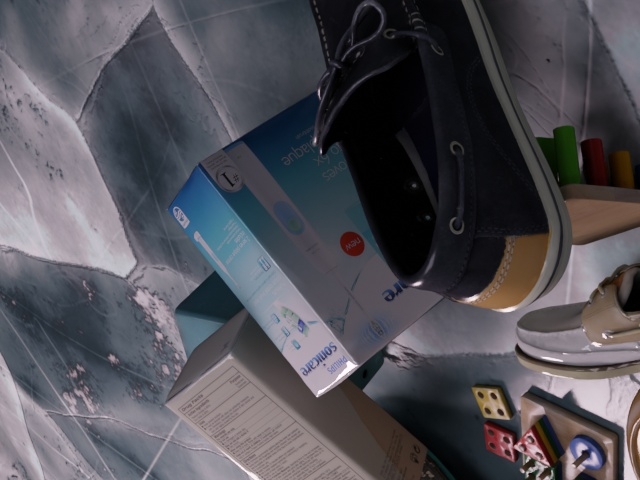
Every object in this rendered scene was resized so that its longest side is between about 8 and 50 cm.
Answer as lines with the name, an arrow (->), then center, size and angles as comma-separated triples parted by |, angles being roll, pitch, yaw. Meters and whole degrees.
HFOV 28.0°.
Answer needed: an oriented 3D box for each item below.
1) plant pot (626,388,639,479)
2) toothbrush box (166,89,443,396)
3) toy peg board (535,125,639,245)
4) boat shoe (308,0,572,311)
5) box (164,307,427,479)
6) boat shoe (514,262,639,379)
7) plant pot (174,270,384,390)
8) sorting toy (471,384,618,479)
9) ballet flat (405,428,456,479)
plant pot -> 0.414, 0.255, 1.375 | 0.236, 0.032, 0.236 | 39, 143, 36
toothbrush box -> 0.000, 0.000, 1.528 | 0.295, 0.216, 0.126 | 52, 147, 5
toy peg board -> 0.249, -0.053, 1.264 | 0.161, 0.161, 0.079 | -23, 68, 56
boat shoe -> 0.072, -0.149, 1.244 | 0.187, 0.156, 0.500 | -56, 45, 44
box -> -0.028, 0.238, 1.637 | 0.311, 0.121, 0.148 | 44, 124, -13
boat shoe -> 0.324, 0.074, 1.301 | 0.302, 0.113, 0.103 | -6, 113, 41
plant pot -> -0.044, 0.136, 1.750 | 0.234, 0.166, 0.165 | 9, 127, 32
sorting toy -> 0.286, 0.266, 1.561 | 0.274, 0.046, 0.132 | 24, 136, 38
ballet flat -> 0.182, 0.443, 1.720 | 0.483, 0.182, 0.164 | 43, 145, 18
